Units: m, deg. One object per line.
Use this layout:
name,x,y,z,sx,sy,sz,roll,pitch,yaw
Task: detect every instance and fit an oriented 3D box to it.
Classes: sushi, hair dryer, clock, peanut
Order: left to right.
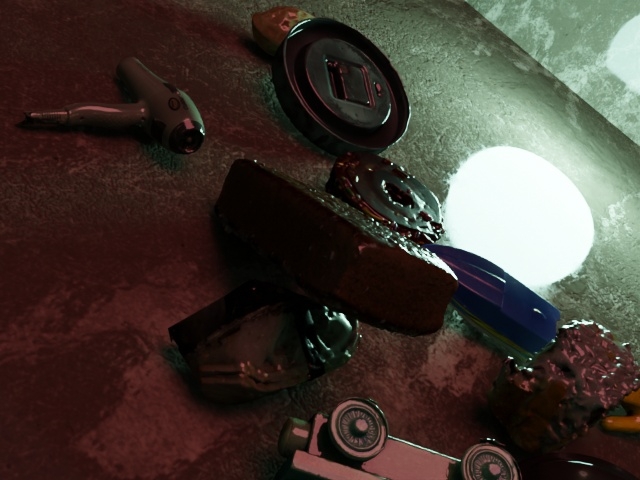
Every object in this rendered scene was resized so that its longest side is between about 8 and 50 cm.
hair dryer,-0.320,-0.223,1.171,0.267,0.092,0.229,7,34,-26
sushi,-0.039,0.141,0.944,0.272,0.134,0.109,19,47,-52
peanut,-0.018,-0.427,1.682,0.298,0.120,0.136,14,34,-29
clock,0.042,-0.305,1.544,0.312,0.061,0.313,18,56,-29
sushi,0.362,0.224,1.148,0.274,0.184,0.139,-8,52,-48

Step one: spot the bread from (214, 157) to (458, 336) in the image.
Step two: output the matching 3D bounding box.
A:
bread,0.000,0.000,0.999,0.165,0.113,0.416,19,8,-29

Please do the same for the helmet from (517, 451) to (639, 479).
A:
helmet,0.319,0.364,0.937,0.305,0.177,0.225,30,34,-14

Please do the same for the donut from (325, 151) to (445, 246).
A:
donut,0.108,-0.057,1.353,0.235,0.089,0.235,26,32,-18

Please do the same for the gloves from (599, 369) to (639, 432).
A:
gloves,0.536,0.269,1.372,0.294,0.116,0.133,15,9,-18

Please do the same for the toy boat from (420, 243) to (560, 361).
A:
toy boat,0.275,0.092,1.309,0.295,0.088,0.129,34,45,-17

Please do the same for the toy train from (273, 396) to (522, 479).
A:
toy train,0.086,0.296,0.824,0.298,0.120,0.194,20,53,-6
